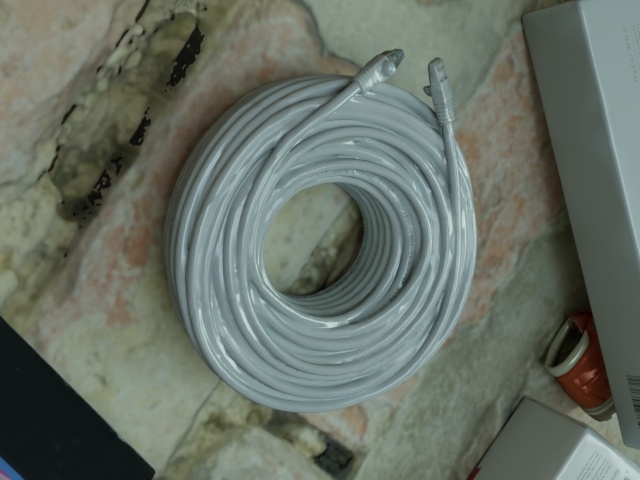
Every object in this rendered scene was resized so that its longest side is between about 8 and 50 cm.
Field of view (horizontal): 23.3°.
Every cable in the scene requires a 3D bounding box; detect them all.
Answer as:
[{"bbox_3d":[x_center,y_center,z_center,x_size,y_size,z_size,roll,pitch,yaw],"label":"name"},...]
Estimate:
[{"bbox_3d":[0.000,0.000,1.182,0.257,0.089,0.257,-25,113,-20],"label":"cable"}]

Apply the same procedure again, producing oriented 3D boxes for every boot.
[{"bbox_3d":[0.261,0.073,1.354,0.084,0.059,0.158,38,84,-24],"label":"boot"}]

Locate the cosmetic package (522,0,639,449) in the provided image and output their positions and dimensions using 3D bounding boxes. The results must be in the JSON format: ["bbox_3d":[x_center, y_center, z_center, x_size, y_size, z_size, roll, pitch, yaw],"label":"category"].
[{"bbox_3d":[0.349,-0.043,1.308,0.284,0.097,0.377,-16,95,-22],"label":"cosmetic package"}]

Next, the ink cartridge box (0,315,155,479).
[{"bbox_3d":[-0.275,0.113,1.037,0.371,0.069,0.176,48,46,-26],"label":"ink cartridge box"}]

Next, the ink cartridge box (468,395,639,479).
[{"bbox_3d":[0.232,0.276,1.359,0.237,0.100,0.172,39,83,-28],"label":"ink cartridge box"}]
